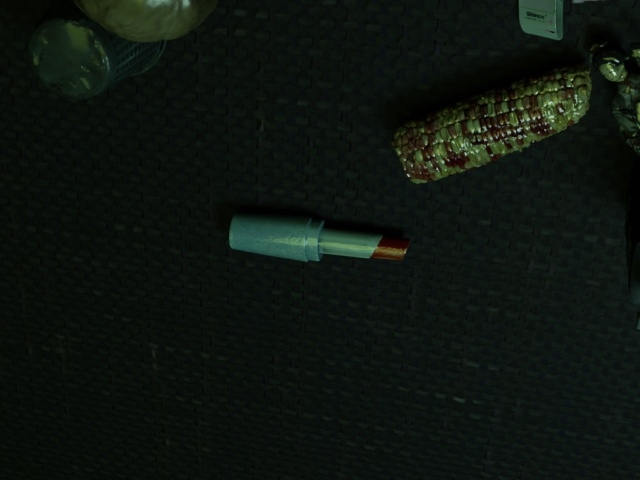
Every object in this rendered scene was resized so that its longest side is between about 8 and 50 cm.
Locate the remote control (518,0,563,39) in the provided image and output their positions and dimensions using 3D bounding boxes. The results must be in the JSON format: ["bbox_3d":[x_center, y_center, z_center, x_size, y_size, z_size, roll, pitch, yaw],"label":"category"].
[{"bbox_3d":[0.282,-0.340,1.408,0.065,0.029,0.166,26,132,45],"label":"remote control"}]

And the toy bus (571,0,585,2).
[{"bbox_3d":[0.344,-0.396,1.272,0.112,0.090,0.274,-3,148,3],"label":"toy bus"}]

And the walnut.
[{"bbox_3d":[-0.219,-0.375,1.393,0.248,0.248,0.248,7,122,11],"label":"walnut"}]

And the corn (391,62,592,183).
[{"bbox_3d":[0.235,-0.160,1.503,0.290,0.098,0.098,-21,114,21],"label":"corn"}]

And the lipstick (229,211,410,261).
[{"bbox_3d":[0.000,0.000,1.681,0.274,0.061,0.068,6,121,11],"label":"lipstick"}]

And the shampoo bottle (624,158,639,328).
[{"bbox_3d":[0.431,0.005,1.422,0.071,0.309,0.098,8,122,9],"label":"shampoo bottle"}]

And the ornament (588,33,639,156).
[{"bbox_3d":[0.422,-0.186,1.418,0.196,0.153,0.166,40,122,0],"label":"ornament"}]

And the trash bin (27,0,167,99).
[{"bbox_3d":[-0.318,-0.277,1.535,0.176,0.161,0.175,7,124,10],"label":"trash bin"}]
